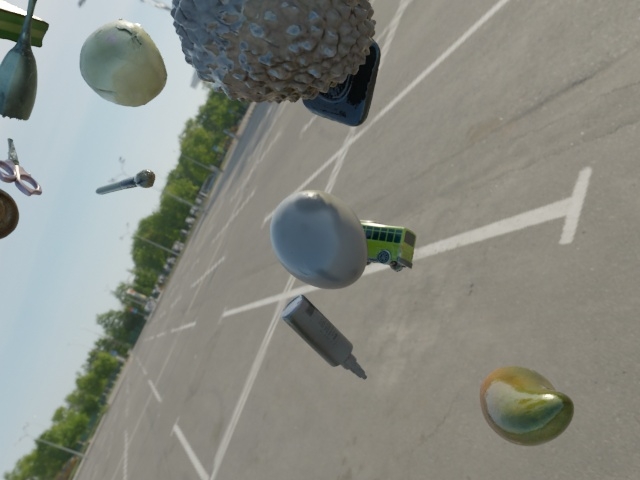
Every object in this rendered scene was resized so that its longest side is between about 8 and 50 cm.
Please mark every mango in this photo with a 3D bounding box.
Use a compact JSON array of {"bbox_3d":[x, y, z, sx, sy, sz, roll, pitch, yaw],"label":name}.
[{"bbox_3d":[0.384,0.317,1.096,0.146,0.129,0.289,-19,-5,8],"label":"mango"}]

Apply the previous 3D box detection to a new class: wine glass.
[{"bbox_3d":[-0.756,-0.457,1.292,0.096,0.264,0.310,-116,44,-70],"label":"wine glass"}]

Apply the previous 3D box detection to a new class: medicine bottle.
[{"bbox_3d":[0.016,0.183,1.030,0.057,0.199,0.058,-41,15,13],"label":"medicine bottle"}]

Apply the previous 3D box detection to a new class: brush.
[{"bbox_3d":[-0.469,-0.128,1.352,0.299,0.039,0.042,-5,75,45],"label":"brush"}]

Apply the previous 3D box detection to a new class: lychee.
[{"bbox_3d":[-0.104,-0.447,1.132,0.380,0.431,0.381,-161,90,-82],"label":"lychee"}]

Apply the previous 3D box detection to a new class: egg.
[{"bbox_3d":[0.000,0.000,1.125,0.232,0.176,0.176,40,107,41],"label":"egg"}]

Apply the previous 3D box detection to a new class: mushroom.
[{"bbox_3d":[-0.685,-0.056,1.180,0.084,0.126,0.109,-29,34,15],"label":"mushroom"}]

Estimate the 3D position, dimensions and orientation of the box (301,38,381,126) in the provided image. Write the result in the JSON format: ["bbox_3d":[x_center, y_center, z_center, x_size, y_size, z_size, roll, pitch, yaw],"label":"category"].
[{"bbox_3d":[0.047,-0.394,1.379,0.042,0.201,0.213,-7,-63,-54],"label":"box"}]

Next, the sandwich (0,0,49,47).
[{"bbox_3d":[-0.698,-0.485,1.318,0.074,0.116,0.074,-56,24,26],"label":"sandwich"}]

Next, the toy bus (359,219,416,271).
[{"bbox_3d":[0.124,0.009,1.320,0.174,0.088,0.101,8,82,32],"label":"toy bus"}]

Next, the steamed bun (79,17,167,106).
[{"bbox_3d":[-0.289,-0.258,0.829,0.112,0.130,0.091,-36,-11,-14],"label":"steamed bun"}]

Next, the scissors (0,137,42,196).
[{"bbox_3d":[-0.635,-0.161,1.189,0.021,0.110,0.212,-47,45,6],"label":"scissors"}]
